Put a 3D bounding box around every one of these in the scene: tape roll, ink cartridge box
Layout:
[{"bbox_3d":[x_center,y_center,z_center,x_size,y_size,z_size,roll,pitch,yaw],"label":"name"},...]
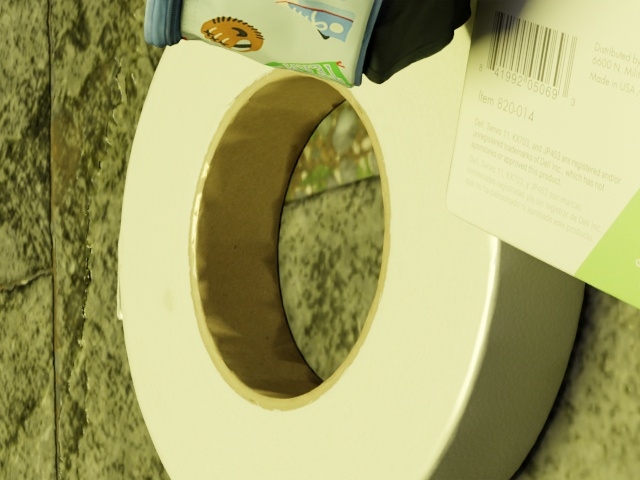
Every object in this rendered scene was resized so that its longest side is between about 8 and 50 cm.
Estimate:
[{"bbox_3d":[0.000,0.000,0.941,0.392,0.072,0.392,-7,81,53],"label":"tape roll"},{"bbox_3d":[0.181,-0.152,0.642,0.207,0.119,0.354,31,119,50],"label":"ink cartridge box"}]

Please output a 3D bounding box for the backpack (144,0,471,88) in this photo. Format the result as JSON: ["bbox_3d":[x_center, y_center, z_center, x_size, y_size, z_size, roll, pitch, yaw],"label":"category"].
[{"bbox_3d":[-0.010,-0.209,0.692,0.263,0.213,0.277,-89,5,-46],"label":"backpack"}]
